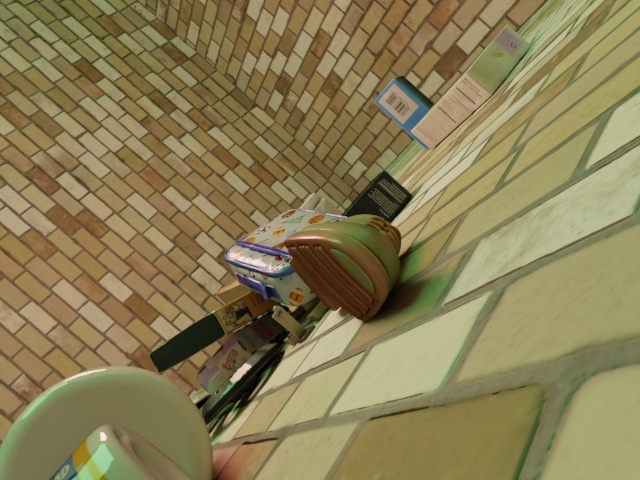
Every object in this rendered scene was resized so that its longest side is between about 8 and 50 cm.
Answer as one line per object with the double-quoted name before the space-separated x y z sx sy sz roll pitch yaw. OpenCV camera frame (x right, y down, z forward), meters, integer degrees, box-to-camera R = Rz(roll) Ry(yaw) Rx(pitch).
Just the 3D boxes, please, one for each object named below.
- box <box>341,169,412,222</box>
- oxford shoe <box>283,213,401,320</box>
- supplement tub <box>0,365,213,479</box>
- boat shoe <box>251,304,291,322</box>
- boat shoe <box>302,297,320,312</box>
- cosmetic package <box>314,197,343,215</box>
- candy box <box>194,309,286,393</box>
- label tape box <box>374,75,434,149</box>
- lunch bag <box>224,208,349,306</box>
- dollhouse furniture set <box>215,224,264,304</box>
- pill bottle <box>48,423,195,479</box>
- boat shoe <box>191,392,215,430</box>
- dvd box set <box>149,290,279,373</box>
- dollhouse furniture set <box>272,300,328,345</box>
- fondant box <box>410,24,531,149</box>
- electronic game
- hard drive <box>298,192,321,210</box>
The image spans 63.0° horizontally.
"box" 0.118 -0.069 1.239 0.158 0.093 0.156 -48 1 -5
"oxford shoe" 0.044 0.010 0.714 0.146 0.140 0.397 -42 3 -8
"supplement tub" -0.277 0.298 0.714 0.235 0.235 0.325 -50 2 -23
"boat shoe" -0.178 0.247 1.674 0.112 0.095 0.335 -49 2 -19
"boat shoe" -0.011 0.104 1.255 0.063 0.059 0.170 -48 2 30
"cosmetic package" 0.000 0.000 1.670 0.217 0.156 0.385 -51 3 -2
"candy box" -0.186 0.269 1.257 0.165 0.070 0.196 -48 -10 21
"label tape box" 0.341 -0.471 1.886 0.115 0.249 0.347 -48 2 22
"lunch bag" -0.064 0.032 1.141 0.243 0.114 0.303 -34 24 -27
"dollhouse furniture set" -0.224 0.115 1.794 0.161 0.212 0.242 -25 25 37
"pill bottle" -0.203 0.291 0.382 0.272 0.152 0.152 -50 2 -19
"boat shoe" -0.303 0.426 1.087 0.267 0.096 0.088 -43 -2 -44
"dvd box set" -0.186 0.175 1.315 0.308 0.062 0.420 -34 -5 39
"dollhouse furniture set" -0.041 0.131 1.008 0.114 0.081 0.091 -50 2 -26
"fondant box" 0.428 -0.436 1.526 0.238 0.096 0.330 -49 3 -23
"electronic game" -0.165 0.295 1.067 0.229 0.048 0.229 -45 -6 -6
"hard drive" -0.116 -0.004 1.584 0.203 0.040 0.307 -50 2 41
